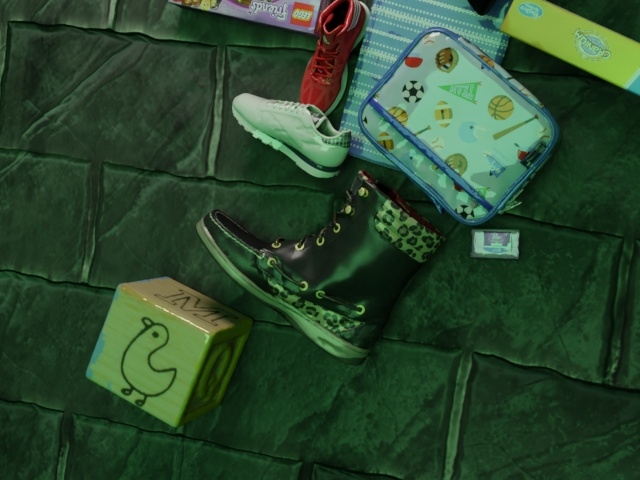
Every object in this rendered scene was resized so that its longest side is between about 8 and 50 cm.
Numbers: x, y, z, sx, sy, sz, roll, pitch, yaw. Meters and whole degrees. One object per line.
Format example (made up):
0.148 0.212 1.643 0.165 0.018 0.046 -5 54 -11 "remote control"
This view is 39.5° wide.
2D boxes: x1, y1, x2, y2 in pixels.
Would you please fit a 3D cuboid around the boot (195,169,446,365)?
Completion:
0.000 0.000 1.533 0.377 0.138 0.284 40 104 9 "boot"

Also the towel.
0.178 -0.282 1.525 0.243 0.040 0.335 19 99 14 "towel"

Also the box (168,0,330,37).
-0.113 -0.491 1.594 0.293 0.057 0.200 16 97 17 "box"

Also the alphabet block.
-0.266 0.193 1.600 0.197 0.193 0.192 24 101 16 "alphabet block"

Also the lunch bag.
0.224 -0.175 1.444 0.303 0.115 0.243 44 106 9 "lunch bag"

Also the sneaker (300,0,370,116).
0.005 -0.317 1.525 0.087 0.128 0.221 22 98 16 "sneaker"

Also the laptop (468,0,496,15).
0.313 -0.638 1.359 0.382 0.236 0.408 58 146 18 "laptop"

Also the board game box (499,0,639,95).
0.441 -0.269 1.325 0.317 0.242 0.064 30 109 15 "board game box"

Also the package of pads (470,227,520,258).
0.293 0.005 1.494 0.083 0.032 0.050 2 94 18 "package of pads"

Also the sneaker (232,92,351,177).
-0.048 -0.205 1.550 0.235 0.090 0.094 32 126 15 "sneaker"
